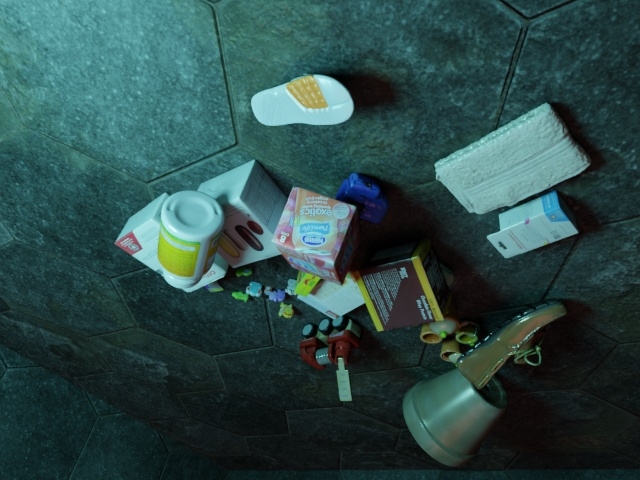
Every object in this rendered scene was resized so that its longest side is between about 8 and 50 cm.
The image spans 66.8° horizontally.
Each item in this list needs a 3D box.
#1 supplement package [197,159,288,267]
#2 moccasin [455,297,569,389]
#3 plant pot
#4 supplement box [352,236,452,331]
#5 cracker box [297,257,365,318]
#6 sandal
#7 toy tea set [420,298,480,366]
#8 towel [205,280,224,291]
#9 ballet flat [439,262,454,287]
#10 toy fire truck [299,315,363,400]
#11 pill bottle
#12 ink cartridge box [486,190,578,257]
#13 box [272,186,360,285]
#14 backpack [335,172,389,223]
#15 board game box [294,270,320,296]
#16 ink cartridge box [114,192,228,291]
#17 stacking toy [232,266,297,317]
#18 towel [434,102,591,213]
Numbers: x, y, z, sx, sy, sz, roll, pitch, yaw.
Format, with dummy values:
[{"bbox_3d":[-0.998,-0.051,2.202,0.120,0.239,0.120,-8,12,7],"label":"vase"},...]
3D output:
[{"bbox_3d":[-0.199,-0.062,1.259,0.194,0.149,0.203,-17,130,31],"label":"supplement package"},{"bbox_3d":[0.579,0.312,1.441,0.380,0.139,0.147,-47,70,22],"label":"moccasin"},{"bbox_3d":[0.508,0.598,1.760,0.323,0.323,0.280,26,121,-16],"label":"plant pot"},{"bbox_3d":[0.226,0.122,1.325,0.194,0.129,0.191,-17,104,30],"label":"supplement box"},{"bbox_3d":[0.059,0.146,1.498,0.155,0.067,0.232,33,135,-22],"label":"cracker box"},{"bbox_3d":[-0.034,-0.299,1.012,0.265,0.076,0.102,8,129,38],"label":"sandal"},{"bbox_3d":[0.399,0.312,1.558,0.200,0.124,0.336,-25,127,36],"label":"toy tea set"},{"bbox_3d":[-0.371,0.146,1.652,0.060,0.009,0.083,-8,137,21],"label":"towel"},{"bbox_3d":[0.275,0.138,1.429,0.086,0.086,0.248,36,128,-26],"label":"ballet flat"},{"bbox_3d":[0.038,0.411,1.670,0.217,0.246,0.158,-23,128,34],"label":"toy fire truck"},{"bbox_3d":[-0.314,0.009,1.150,0.136,0.136,0.246,19,139,-8],"label":"pill bottle"},{"bbox_3d":[0.508,-0.034,1.178,0.181,0.062,0.104,-27,126,36],"label":"ink cartridge box"},{"bbox_3d":[0.000,0.000,1.179,0.154,0.142,0.300,20,169,10],"label":"box"},{"bbox_3d":[0.108,-0.098,1.180,0.120,0.098,0.101,24,119,-11],"label":"backpack"},{"bbox_3d":[-0.020,0.080,1.422,0.043,0.092,0.181,22,139,-12],"label":"board game box"},{"bbox_3d":[-0.422,0.016,1.433,0.197,0.114,0.273,-24,127,34],"label":"ink cartridge box"},{"bbox_3d":[-0.182,0.175,1.605,0.221,0.052,0.167,15,139,-3],"label":"stacking toy"},{"bbox_3d":[0.411,-0.164,1.065,0.187,0.049,0.282,37,134,-28],"label":"towel"}]
